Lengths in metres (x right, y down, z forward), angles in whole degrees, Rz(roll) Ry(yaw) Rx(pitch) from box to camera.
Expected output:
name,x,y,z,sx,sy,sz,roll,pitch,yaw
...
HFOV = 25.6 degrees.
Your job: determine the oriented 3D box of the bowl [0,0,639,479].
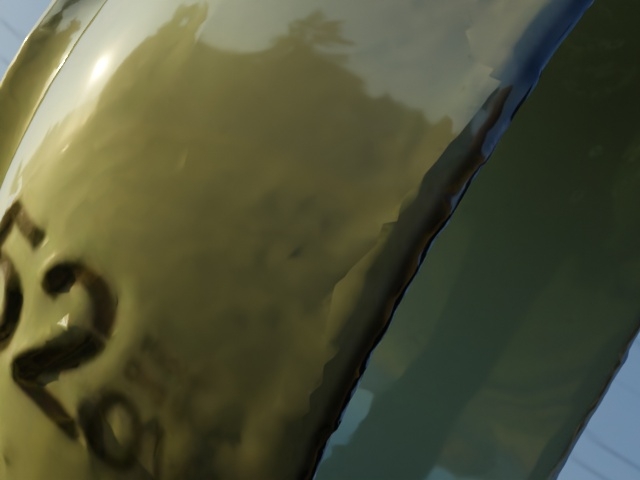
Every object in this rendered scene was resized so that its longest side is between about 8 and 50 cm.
name,x,y,z,sx,sy,sz,roll,pitch,yaw
bowl,0.000,0.000,0.499,0.185,0.354,0.354,30,-25,20
